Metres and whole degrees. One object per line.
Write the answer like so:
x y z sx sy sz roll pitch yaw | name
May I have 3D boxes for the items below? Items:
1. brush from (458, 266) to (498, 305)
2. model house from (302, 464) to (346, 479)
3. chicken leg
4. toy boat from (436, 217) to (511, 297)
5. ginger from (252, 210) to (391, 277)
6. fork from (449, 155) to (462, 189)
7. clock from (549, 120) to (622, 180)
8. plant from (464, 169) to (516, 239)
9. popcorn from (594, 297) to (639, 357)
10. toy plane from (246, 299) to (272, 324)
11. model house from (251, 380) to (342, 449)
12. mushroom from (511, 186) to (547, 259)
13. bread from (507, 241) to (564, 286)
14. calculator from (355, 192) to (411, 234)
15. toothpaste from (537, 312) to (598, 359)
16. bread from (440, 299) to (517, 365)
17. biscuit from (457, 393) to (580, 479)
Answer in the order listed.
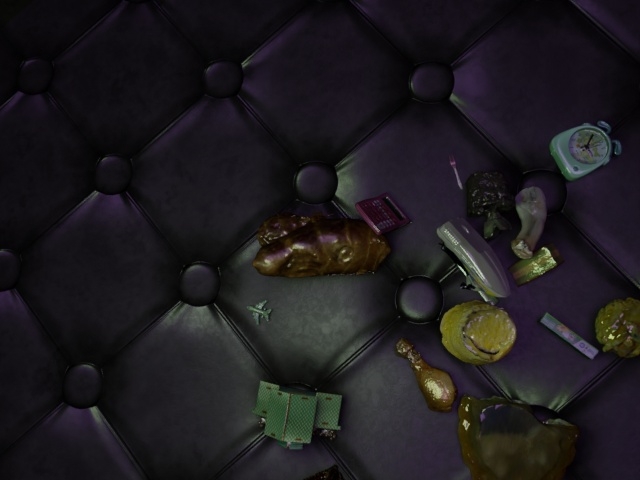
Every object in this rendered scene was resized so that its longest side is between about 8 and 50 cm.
0.472 0.122 1.892 0.033 0.030 0.179 -34 76 -9 | brush
0.037 0.743 1.740 0.317 0.297 0.283 -27 33 8 | model house
0.307 0.392 1.842 0.107 0.087 0.251 -37 70 -11 | chicken leg
0.439 0.063 1.827 0.140 0.141 0.270 -27 78 3 | toy boat
0.000 0.000 1.907 0.417 0.176 0.254 -4 38 -5 | ginger
0.426 -0.213 1.970 0.016 0.012 0.115 -18 82 9 | fork
0.804 -0.275 1.897 0.188 0.060 0.148 -23 76 4 | clock
0.507 -0.104 1.878 0.131 0.142 0.203 -10 69 -3 | plant
0.863 0.248 1.762 0.173 0.142 0.174 -4 54 5 | popcorn
-0.193 0.222 1.973 0.083 0.033 0.080 17 83 18 | toy plane
-0.077 0.510 1.813 0.270 0.206 0.178 11 81 10 | model house
0.619 -0.048 1.858 0.092 0.081 0.223 14 69 -2 | mushroom
0.645 0.073 1.882 0.139 0.084 0.074 -39 75 32 | bread
0.189 -0.080 1.908 0.127 0.190 0.034 53 129 15 | calculator
0.715 0.276 1.819 0.178 0.043 0.037 37 84 13 | toothpaste
0.453 0.263 1.798 0.197 0.170 0.197 1 79 -4 | bread
0.560 0.563 1.775 0.334 0.078 0.329 -22 81 6 | biscuit
